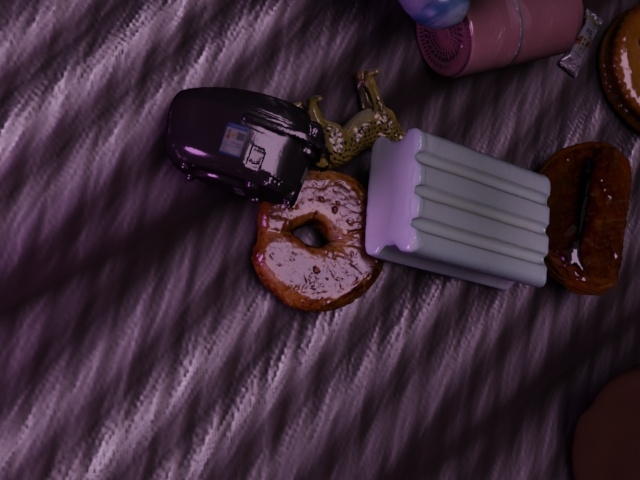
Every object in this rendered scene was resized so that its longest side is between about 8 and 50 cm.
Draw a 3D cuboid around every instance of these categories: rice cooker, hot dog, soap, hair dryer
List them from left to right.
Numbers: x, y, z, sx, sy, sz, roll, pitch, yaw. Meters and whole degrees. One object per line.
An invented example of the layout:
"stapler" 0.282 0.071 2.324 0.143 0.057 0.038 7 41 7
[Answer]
"rice cooker" -0.089 -0.115 1.236 0.203 0.142 0.118 16 79 6
"soap" 0.186 -0.034 1.348 0.266 0.088 0.159 14 75 -39
"hair dryer" 0.217 -0.411 1.449 0.210 0.125 0.352 -16 82 -26
"hot dog" 0.375 -0.033 1.464 0.161 0.099 0.226 27 71 -19

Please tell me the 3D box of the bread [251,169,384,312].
"bread" 0.000 0.000 1.314 0.193 0.064 0.193 3 80 -18

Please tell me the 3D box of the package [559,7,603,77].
"package" 0.396 -0.301 1.560 0.037 0.015 0.110 36 71 -21

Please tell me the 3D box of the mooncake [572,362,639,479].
"mooncake" 0.527 0.319 1.339 0.201 0.378 0.378 -13 88 -31

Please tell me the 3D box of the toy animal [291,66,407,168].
"toy animal" 0.039 -0.140 1.347 0.181 0.073 0.136 -29 102 -28

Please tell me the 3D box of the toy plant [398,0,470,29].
"toy plant" 0.121 -0.397 1.268 0.332 0.247 0.247 22 72 9

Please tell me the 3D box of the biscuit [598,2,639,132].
"biscuit" 0.528 -0.266 1.586 0.221 0.066 0.220 3 82 -24
